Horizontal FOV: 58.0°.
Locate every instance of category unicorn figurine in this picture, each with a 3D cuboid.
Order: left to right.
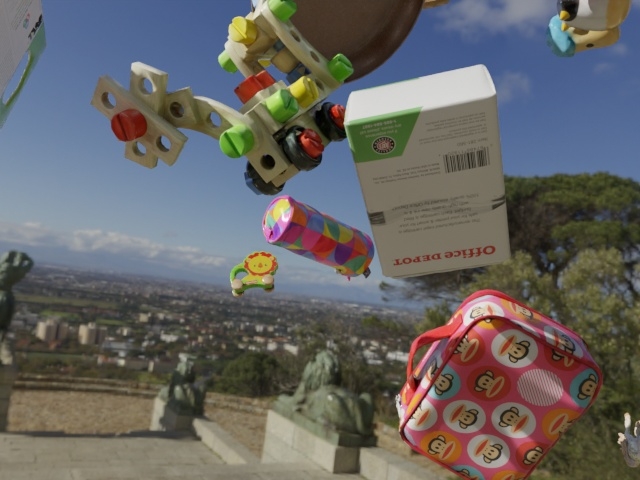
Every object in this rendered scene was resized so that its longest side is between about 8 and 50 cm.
[{"bbox_3d":[0.530,0.311,0.929,0.060,0.162,0.111,8,39,16],"label":"unicorn figurine"}]

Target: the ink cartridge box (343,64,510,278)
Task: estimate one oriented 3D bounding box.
[{"bbox_3d":[0.131,-0.073,0.686,0.160,0.219,0.092,-8,35,12],"label":"ink cartridge box"}]

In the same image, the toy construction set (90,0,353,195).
[{"bbox_3d":[-0.077,-0.169,0.648,0.151,0.215,0.327,-27,14,45],"label":"toy construction set"}]

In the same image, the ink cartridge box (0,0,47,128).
[{"bbox_3d":[-0.389,-0.249,0.629,0.097,0.189,0.255,17,-28,-12],"label":"ink cartridge box"}]

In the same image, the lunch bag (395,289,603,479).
[{"bbox_3d":[0.253,0.232,0.910,0.258,0.293,0.120,28,24,-2],"label":"lunch bag"}]

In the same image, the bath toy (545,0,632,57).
[{"bbox_3d":[0.309,-0.357,0.688,0.129,0.151,0.348,-29,-25,17],"label":"bath toy"}]

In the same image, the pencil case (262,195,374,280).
[{"bbox_3d":[0.000,0.000,1.110,0.236,0.104,0.104,27,-16,-35],"label":"pencil case"}]

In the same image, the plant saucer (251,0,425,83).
[{"bbox_3d":[0.030,-0.391,0.878,0.310,0.310,0.050,11,30,-40],"label":"plant saucer"}]

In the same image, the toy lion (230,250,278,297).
[{"bbox_3d":[-0.135,0.063,1.180,0.100,0.096,0.034,-9,-41,-8],"label":"toy lion"}]

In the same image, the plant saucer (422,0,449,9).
[{"bbox_3d":[0.244,-0.510,1.239,0.083,0.015,0.083,-12,22,5],"label":"plant saucer"}]
